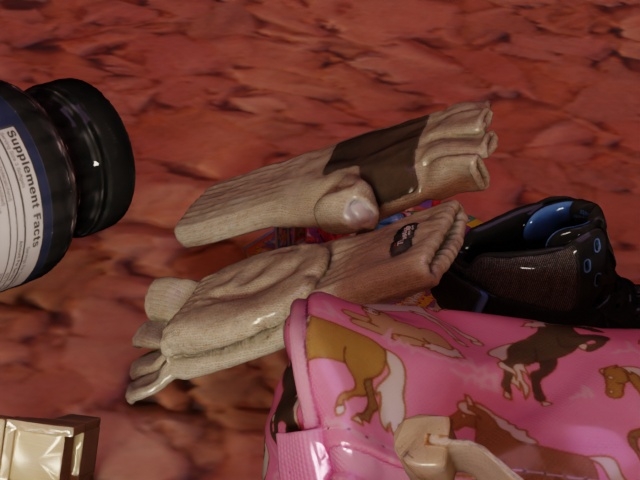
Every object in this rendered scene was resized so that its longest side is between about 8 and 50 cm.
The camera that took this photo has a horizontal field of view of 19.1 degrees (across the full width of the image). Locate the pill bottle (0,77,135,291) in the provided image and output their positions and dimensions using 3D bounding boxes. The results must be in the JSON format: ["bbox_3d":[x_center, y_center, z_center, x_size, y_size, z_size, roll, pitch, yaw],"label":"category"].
[{"bbox_3d":[-0.215,-0.022,1.060,0.123,0.123,0.219,27,33,36],"label":"pill bottle"}]

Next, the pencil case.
[{"bbox_3d":[0.167,0.111,0.835,0.386,0.160,0.167,5,50,-4],"label":"pencil case"}]

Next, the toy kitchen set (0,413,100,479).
[{"bbox_3d":[-0.155,0.114,0.901,0.083,0.068,0.075,7,-1,4],"label":"toy kitchen set"}]

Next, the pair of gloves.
[{"bbox_3d":[0.000,0.000,1.056,0.204,0.042,0.240,-18,21,20],"label":"pair of gloves"}]

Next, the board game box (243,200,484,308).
[{"bbox_3d":[0.039,-0.008,1.180,0.133,0.033,0.168,20,30,26],"label":"board game box"}]

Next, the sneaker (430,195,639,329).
[{"bbox_3d":[0.165,0.037,1.017,0.216,0.121,0.079,0,28,-12],"label":"sneaker"}]

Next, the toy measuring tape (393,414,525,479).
[{"bbox_3d":[0.125,0.199,0.660,0.330,0.121,0.121,38,38,22],"label":"toy measuring tape"}]
